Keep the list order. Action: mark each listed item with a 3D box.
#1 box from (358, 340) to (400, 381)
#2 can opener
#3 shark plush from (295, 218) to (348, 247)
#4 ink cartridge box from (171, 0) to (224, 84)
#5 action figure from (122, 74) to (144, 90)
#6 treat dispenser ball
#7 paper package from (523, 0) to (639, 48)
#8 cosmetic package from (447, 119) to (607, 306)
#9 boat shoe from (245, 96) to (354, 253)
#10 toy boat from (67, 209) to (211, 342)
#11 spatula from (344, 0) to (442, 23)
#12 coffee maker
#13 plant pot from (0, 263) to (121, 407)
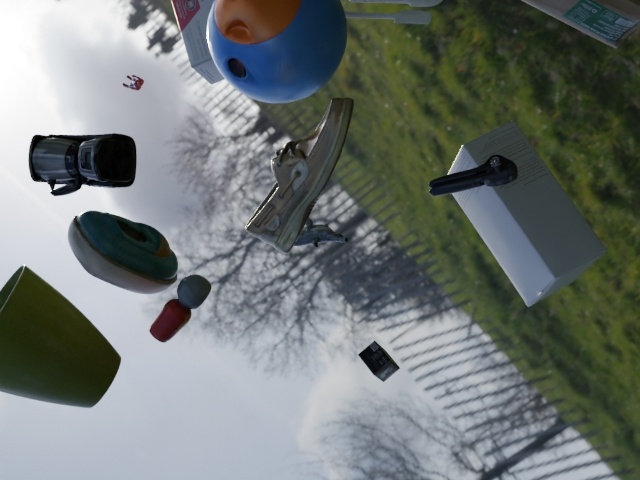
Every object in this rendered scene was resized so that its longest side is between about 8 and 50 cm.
[{"bbox_3d":[0.131,0.271,1.857,0.062,0.052,0.083,51,-178,31],"label":"box"},{"bbox_3d":[0.313,-0.125,1.705,0.059,0.186,0.073,-92,-14,-58],"label":"can opener"},{"bbox_3d":[0.000,0.000,2.030,0.067,0.161,0.073,-48,-38,-37],"label":"shark plush"},{"bbox_3d":[-0.183,-0.526,1.953,0.117,0.283,0.207,33,-142,-69],"label":"ink cartridge box"},{"bbox_3d":[-0.484,-0.409,2.153,0.030,0.038,0.115,35,173,-35],"label":"action figure"},{"bbox_3d":[-0.089,-0.427,1.713,0.288,0.288,0.288,47,-165,-17],"label":"treat dispenser ball"},{"bbox_3d":[0.638,-0.665,1.945,0.325,0.309,0.168,24,162,-8],"label":"paper package"},{"bbox_3d":[0.454,-0.059,1.885,0.365,0.155,0.197,58,163,16],"label":"cosmetic package"},{"bbox_3d":[-0.042,-0.129,1.566,0.110,0.341,0.121,25,-154,-5],"label":"boat shoe"},{"bbox_3d":[-0.341,0.052,1.656,0.318,0.148,0.267,45,-170,31],"label":"toy boat"},{"bbox_3d":[0.164,-0.538,1.861,0.168,0.242,0.019,-61,-34,-29],"label":"spatula"},{"bbox_3d":[-0.455,-0.165,1.644,0.171,0.178,0.120,-47,-44,-55],"label":"coffee maker"},{"bbox_3d":[-0.604,0.246,1.836,0.294,0.275,0.274,35,-160,-21],"label":"plant pot"}]
